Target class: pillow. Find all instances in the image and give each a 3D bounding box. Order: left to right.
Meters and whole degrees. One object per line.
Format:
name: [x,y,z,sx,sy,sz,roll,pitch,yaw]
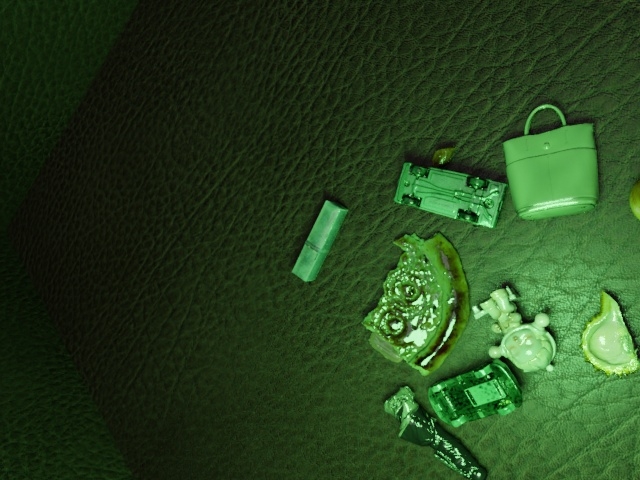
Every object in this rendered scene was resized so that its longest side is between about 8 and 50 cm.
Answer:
pillow: [0.248,0.287,1.627,0.135,0.034,0.211,35,108,19]

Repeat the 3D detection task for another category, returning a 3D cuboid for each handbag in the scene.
handbag: [0.635,-0.220,1.389,0.241,0.109,0.316,-9,73,29]

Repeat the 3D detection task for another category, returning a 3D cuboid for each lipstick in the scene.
lipstick: [0.000,0.000,1.741,0.076,0.077,0.290,34,105,26]

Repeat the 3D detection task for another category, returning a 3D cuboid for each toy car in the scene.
toy car: [0.384,-0.136,1.507,0.320,0.097,0.142,18,100,28]
toy car: [0.453,0.437,1.458,0.306,0.125,0.136,-43,74,47]

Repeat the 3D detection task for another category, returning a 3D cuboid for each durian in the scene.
durian: [0.756,0.244,1.313,0.140,0.078,0.225,-8,76,42]

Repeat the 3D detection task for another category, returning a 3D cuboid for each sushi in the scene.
sushi: [0.377,-0.256,1.542,0.099,0.047,0.050,-50,55,39]

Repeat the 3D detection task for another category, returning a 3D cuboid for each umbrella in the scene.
umbrella: [0.346,0.602,1.528,0.357,0.106,0.113,40,128,21]

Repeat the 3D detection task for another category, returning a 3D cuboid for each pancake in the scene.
pancake: [0.310,0.181,1.548,0.304,0.067,0.427,23,94,22]

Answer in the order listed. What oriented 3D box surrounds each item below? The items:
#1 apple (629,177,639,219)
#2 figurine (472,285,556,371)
apple: [0.835,-0.109,1.226,0.146,0.146,0.147,0,91,30]
figurine: [0.547,0.264,1.404,0.181,0.144,0.257,-31,72,5]
